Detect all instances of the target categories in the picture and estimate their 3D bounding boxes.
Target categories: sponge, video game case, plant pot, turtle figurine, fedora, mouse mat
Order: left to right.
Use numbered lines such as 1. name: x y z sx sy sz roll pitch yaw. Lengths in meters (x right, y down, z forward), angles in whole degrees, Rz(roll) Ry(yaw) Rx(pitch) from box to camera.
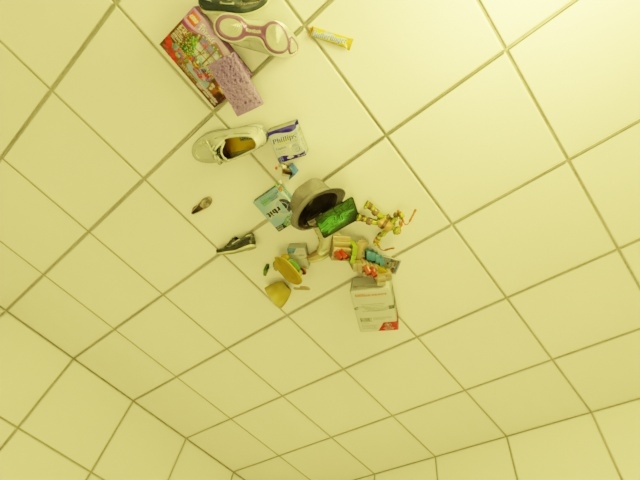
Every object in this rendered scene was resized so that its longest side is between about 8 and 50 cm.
1. sponge: -0.315 -0.582 1.557 0.117 0.031 0.210 -19 120 19
2. plant pot: -0.205 0.261 2.110 0.095 0.134 0.134 -41 111 1
3. fedora: -0.034 -0.168 1.760 0.124 0.243 0.276 57 140 24
4. mouse mat: 0.076 -0.098 1.814 0.189 0.007 0.153 -29 140 -3
5. turtle figurine: 0.278 -0.089 1.813 0.217 0.087 0.270 30 131 -5
6. video game case: 0.314 0.112 1.984 0.121 0.011 0.087 15 123 0

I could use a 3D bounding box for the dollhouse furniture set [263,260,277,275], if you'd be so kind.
1. dollhouse furniture set: -0.204 0.152 2.068 0.151 0.059 0.076 9 124 4

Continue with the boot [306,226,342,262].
1. boot: 0.000 0.000 1.924 0.213 0.077 0.165 -26 116 16

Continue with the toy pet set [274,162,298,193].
1. toy pet set: -0.141 -0.269 1.750 0.065 0.114 0.122 12 125 13

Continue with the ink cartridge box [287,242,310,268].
1. ink cartridge box: -0.104 0.076 2.006 0.088 0.052 0.123 -2 121 12

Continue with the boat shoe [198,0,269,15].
1. boat shoe: -0.301 -0.831 1.418 0.254 0.096 0.079 7 159 13

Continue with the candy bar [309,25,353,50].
1. candy bar: 0.035 -0.722 1.482 0.161 0.018 0.040 17 124 -3

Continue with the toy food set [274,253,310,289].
1. toy food set: -0.130 0.140 1.987 0.128 0.071 0.218 -15 119 49

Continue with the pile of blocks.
1. pile of blocks: 0.202 0.092 1.886 0.361 0.113 0.149 28 106 -20

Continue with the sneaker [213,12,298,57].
1. sneaker: -0.226 -0.732 1.473 0.304 0.152 0.114 8 111 -22

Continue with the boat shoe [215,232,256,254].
1. boat shoe: -0.412 0.023 2.023 0.232 0.084 0.079 -15 81 26

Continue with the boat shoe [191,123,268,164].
1. boat shoe: -0.394 -0.368 1.688 0.366 0.157 0.136 -5 123 22

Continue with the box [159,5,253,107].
1. box: -0.426 -0.681 1.562 0.200 0.057 0.293 -32 113 25

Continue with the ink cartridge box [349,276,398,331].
1. ink cartridge box: 0.270 0.312 2.059 0.196 0.114 0.273 -7 122 15

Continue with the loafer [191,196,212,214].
1. loafer: -0.554 -0.157 1.936 0.125 0.039 0.045 -31 113 26

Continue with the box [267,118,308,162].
1. box: -0.131 -0.402 1.687 0.126 0.072 0.137 -13 119 17

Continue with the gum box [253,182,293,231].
1. gum box: -0.186 -0.148 1.880 0.156 0.041 0.184 -29 115 25
